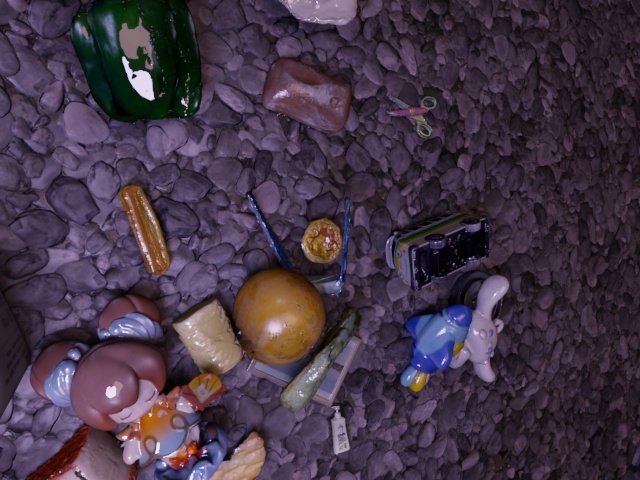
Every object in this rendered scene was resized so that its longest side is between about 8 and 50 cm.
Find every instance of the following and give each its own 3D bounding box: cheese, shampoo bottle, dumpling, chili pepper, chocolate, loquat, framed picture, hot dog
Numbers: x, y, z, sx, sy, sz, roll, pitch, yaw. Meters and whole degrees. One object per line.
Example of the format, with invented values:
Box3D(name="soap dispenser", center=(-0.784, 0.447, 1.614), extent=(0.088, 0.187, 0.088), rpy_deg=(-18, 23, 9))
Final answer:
Box3D(name="cheese", center=(-0.266, 0.236, 1.047), extent=(0.123, 0.094, 0.167), rpy_deg=(-30, 104, -21))
Box3D(name="shampoo bottle", center=(0.055, 0.543, 1.253), extent=(0.049, 0.034, 0.141), rpy_deg=(-8, 95, -20))
Box3D(name="dumpling", center=(-0.030, -0.735, 1.101), extent=(0.260, 0.181, 0.340), rpy_deg=(-12, 119, -17))
Box3D(name="chili pepper", center=(-0.369, -0.377, 0.905), extent=(0.233, 0.249, 0.256), rpy_deg=(-24, 112, -37))
Box3D(name="chocolate", center=(-0.022, -0.393, 1.161), extent=(0.262, 0.083, 0.160), rpy_deg=(13, 84, -26))
Box3D(name="loquat", center=(-0.100, 0.184, 1.045), extent=(0.235, 0.235, 0.234), rpy_deg=(-1, 92, -27))
Box3D(name="framed picture", center=(-0.037, 0.317, 1.209), extent=(0.289, 0.016, 0.213), rpy_deg=(32, 77, -24))
Box3D(name="hot dog", center=(-0.402, -0.023, 0.998), extent=(0.066, 0.047, 0.215), rpy_deg=(-27, 103, -38))

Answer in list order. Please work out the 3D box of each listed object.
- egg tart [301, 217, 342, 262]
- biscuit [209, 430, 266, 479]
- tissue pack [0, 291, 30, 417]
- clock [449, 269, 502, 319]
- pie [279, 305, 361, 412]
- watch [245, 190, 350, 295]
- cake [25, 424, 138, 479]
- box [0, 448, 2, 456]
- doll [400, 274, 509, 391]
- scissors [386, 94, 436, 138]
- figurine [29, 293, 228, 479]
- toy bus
Box3D(name="egg tart", center=(0.000, 0.000, 1.199), extent=(0.131, 0.052, 0.130), rpy_deg=(-2, 94, -27))
Box3D(name="biscuit", center=(-0.214, 0.573, 1.103), extent=(0.183, 0.061, 0.118), rpy_deg=(-39, 109, -19))
Box3D(name="tissue pack", center=(-0.639, 0.182, 0.708), extent=(0.194, 0.356, 0.266), rpy_deg=(-24, 101, -24))
Box3D(name="clock", center=(0.534, 0.207, 1.483), extent=(0.215, 0.042, 0.214), rpy_deg=(-1, 92, -27))
Box3D(name="pie", center=(0.001, 0.297, 1.076), extent=(0.067, 0.302, 0.302), rpy_deg=(38, 73, 7))
Box3D(name="watch", center=(-0.059, 0.012, 1.120), extent=(0.277, 0.068, 0.274), rpy_deg=(5, 115, 13))
Box3D(name="cake", center=(-0.541, 0.525, 0.942), extent=(0.262, 0.159, 0.158), rpy_deg=(-30, 108, 13))
Box3D(name="box", center=(-0.697, 0.469, 0.734), extent=(0.203, 0.274, 0.116), rpy_deg=(12, 87, -26))
Box3D(name="doll", center=(0.416, 0.313, 1.327), extent=(0.366, 0.187, 0.375), rpy_deg=(-11, 97, -17))
Box3D(name="scissors", center=(0.284, -0.400, 1.350), extent=(0.187, 0.020, 0.133), rpy_deg=(7, 92, -28))
Box3D(name="figurine", center=(-0.381, 0.334, 0.933), extent=(0.277, 0.248, 0.388), rpy_deg=(-41, 118, -23))
Box3D(name="toy bus", center=(0.345, 0.017, 1.304), extent=(0.306, 0.179, 0.143), rpy_deg=(-21, 117, -25))
